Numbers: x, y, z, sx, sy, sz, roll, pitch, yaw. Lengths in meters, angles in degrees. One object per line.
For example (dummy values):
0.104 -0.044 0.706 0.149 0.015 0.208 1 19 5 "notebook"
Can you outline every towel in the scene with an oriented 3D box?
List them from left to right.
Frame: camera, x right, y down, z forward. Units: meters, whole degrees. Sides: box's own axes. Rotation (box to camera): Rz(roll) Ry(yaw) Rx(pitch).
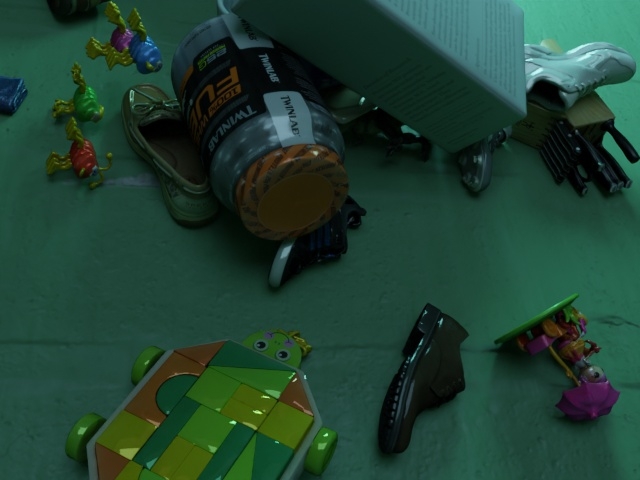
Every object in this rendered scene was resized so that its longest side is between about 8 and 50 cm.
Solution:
-0.534 -0.239 1.183 0.119 0.029 0.067 12 54 -3 "towel"

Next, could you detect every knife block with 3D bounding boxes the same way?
0.461 -0.214 1.331 0.242 0.088 0.275 25 53 6 "knife block"

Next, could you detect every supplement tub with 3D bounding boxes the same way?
-0.086 -0.164 1.061 0.194 0.193 0.316 -12 50 -19 "supplement tub"

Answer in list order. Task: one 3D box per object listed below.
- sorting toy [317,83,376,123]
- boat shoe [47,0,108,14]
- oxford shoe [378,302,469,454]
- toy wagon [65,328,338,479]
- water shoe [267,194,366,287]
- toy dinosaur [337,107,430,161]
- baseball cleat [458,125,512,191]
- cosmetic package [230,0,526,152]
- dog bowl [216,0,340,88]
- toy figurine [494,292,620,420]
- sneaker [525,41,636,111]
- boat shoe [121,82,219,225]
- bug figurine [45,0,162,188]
0.038 -0.258 1.279 0.208 0.038 0.193 -29 42 -32 "sorting toy"
-0.467 -0.540 1.371 0.120 0.122 0.324 -13 66 -26 "boat shoe"
0.143 0.187 0.979 0.096 0.083 0.227 28 55 4 "oxford shoe"
-0.116 0.209 0.887 0.267 0.068 0.344 22 45 17 "toy wagon"
0.000 0.000 1.091 0.080 0.073 0.203 32 56 7 "water shoe"
0.126 -0.187 1.263 0.268 0.064 0.118 -13 51 -23 "toy dinosaur"
0.286 -0.168 1.273 0.109 0.072 0.206 10 60 -21 "baseball cleat"
0.108 -0.344 1.122 0.453 0.161 0.230 27 56 -32 "cosmetic package"
-0.045 -0.367 1.290 0.265 0.104 0.265 2 41 -2 "dog bowl"
0.349 0.169 1.036 0.173 0.130 0.159 -15 70 -49 "toy figurine"
0.423 -0.264 1.260 0.232 0.090 0.115 -4 62 -3 "sneaker"
-0.227 -0.154 1.145 0.105 0.089 0.285 -21 61 -24 "boat shoe"
-0.318 -0.225 1.116 0.072 0.279 0.216 21 28 -37 "bug figurine"
